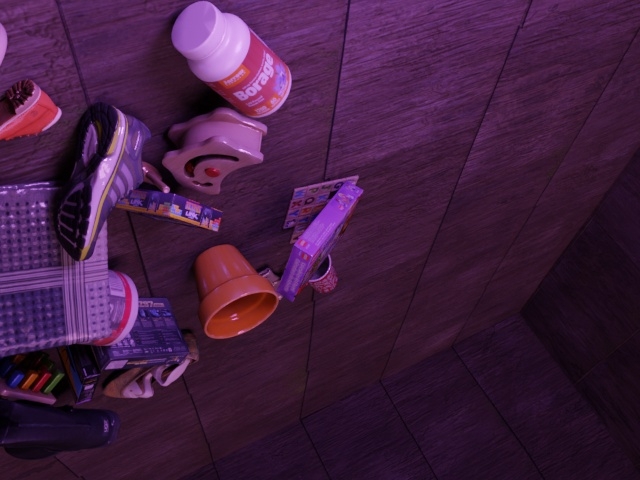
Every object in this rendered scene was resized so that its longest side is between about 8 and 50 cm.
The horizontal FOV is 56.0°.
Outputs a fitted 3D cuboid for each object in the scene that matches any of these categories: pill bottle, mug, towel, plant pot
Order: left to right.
[{"bbox_3d":[-0.549,0.051,1.125,0.312,0.056,0.324,-6,103,-39],"label":"towel"},{"bbox_3d":[-0.565,0.128,1.283,0.176,0.176,0.318,-41,150,17],"label":"pill bottle"},{"bbox_3d":[-0.240,0.121,1.571,0.205,0.188,0.205,-24,151,-14],"label":"plant pot"},{"bbox_3d":[-0.151,-0.310,1.041,0.121,0.121,0.216,-39,151,13],"label":"pill bottle"},{"bbox_3d":[-0.023,0.093,1.850,0.150,0.113,0.169,6,162,16],"label":"mug"}]

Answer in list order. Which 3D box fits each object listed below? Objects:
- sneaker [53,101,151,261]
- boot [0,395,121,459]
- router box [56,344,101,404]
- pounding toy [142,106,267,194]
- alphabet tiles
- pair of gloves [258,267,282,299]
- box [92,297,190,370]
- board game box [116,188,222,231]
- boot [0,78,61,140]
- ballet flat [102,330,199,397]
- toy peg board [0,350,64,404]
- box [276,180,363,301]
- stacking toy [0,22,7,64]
[{"bbox_3d":[-0.390,-0.095,1.103,0.121,0.111,0.300,3,116,-57],"label":"sneaker"},{"bbox_3d":[-0.797,0.492,1.557,0.367,0.146,0.445,-14,161,11],"label":"boot"},{"bbox_3d":[-0.608,0.298,1.507,0.046,0.179,0.133,-9,145,-38],"label":"router box"},{"bbox_3d":[-0.226,-0.133,1.173,0.269,0.155,0.154,-12,151,32],"label":"pounding toy"},{"bbox_3d":[-0.010,-0.079,1.665,0.198,0.009,0.237,-15,147,-28],"label":"alphabet tiles"},{"bbox_3d":[-0.213,0.180,1.847,0.240,0.042,0.204,-37,148,6],"label":"pair of gloves"},{"bbox_3d":[-0.469,0.232,1.533,0.232,0.183,0.059,6,135,-50],"label":"box"},{"bbox_3d":[-0.313,-0.065,1.243,0.141,0.170,0.048,23,79,-56],"label":"board game box"},{"bbox_3d":[-0.499,-0.184,0.978,0.158,0.059,0.084,-34,157,3],"label":"boot"},{"bbox_3d":[-0.517,0.412,1.846,0.348,0.123,0.123,-34,152,6],"label":"ballet flat"},{"bbox_3d":[-0.718,0.305,1.456,0.079,0.161,0.160,-52,149,-5],"label":"toy peg board"},{"bbox_3d":[0.000,0.000,1.576,0.293,0.057,0.201,-52,169,-41],"label":"box"},{"bbox_3d":[-0.543,-0.303,0.691,0.141,0.141,0.330,-35,144,8],"label":"stacking toy"}]
